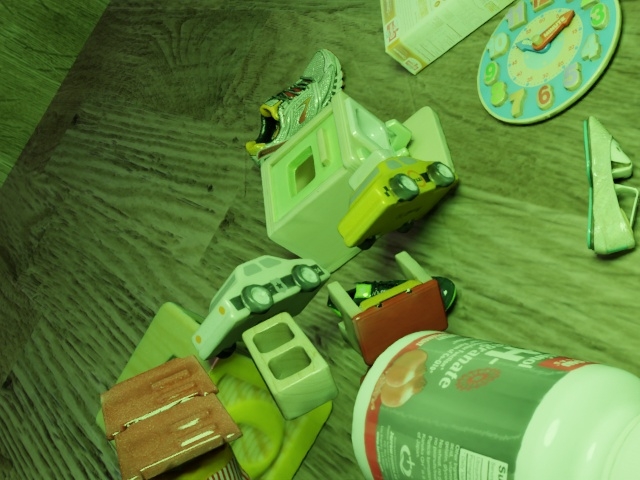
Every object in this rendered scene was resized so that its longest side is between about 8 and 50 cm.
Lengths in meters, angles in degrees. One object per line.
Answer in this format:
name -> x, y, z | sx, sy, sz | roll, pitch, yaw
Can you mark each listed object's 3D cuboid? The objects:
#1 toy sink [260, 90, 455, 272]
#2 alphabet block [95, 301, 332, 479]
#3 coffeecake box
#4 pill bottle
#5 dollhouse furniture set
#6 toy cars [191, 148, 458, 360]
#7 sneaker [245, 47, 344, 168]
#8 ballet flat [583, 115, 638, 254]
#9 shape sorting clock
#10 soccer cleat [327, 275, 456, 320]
toy sink -> 0.041, -0.096, 1.277 | 0.234, 0.131, 0.152 | -38, 39, 27
alphabet block -> -0.139, 0.219, 1.205 | 0.197, 0.192, 0.193 | 26, 87, 56
coffeecake box -> 0.177, -0.351, 1.361 | 0.185, 0.068, 0.142 | -34, 41, 32
pill bottle -> 0.188, 0.185, 0.821 | 0.319, 0.176, 0.176 | 6, 69, 54
dollhouse furniture set -> -0.019, 0.194, 0.988 | 0.374, 0.201, 0.152 | -24, 32, -12
toy cars -> 0.000, 0.000, 1.114 | 0.394, 0.087, 0.176 | -37, -15, -14
sneaker -> -0.039, -0.210, 1.507 | 0.088, 0.093, 0.225 | 14, 74, 55
ballet flat -> 0.305, -0.059, 0.992 | 0.052, 0.057, 0.168 | -4, 60, 19
shape sorting clock -> 0.276, -0.238, 1.169 | 0.206, 0.040, 0.206 | -33, 41, 34
soccer cleat -> 0.082, 0.073, 1.140 | 0.179, 0.072, 0.060 | -17, 51, 45
